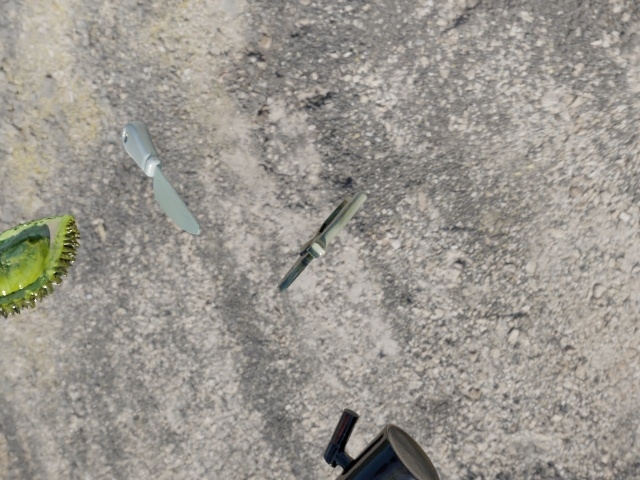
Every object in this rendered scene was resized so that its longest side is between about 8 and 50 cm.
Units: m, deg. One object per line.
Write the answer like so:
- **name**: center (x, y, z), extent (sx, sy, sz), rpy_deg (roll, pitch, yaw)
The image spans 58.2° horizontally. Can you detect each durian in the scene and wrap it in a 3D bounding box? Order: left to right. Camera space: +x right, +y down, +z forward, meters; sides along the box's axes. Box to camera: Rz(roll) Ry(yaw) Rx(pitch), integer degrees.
- **durian**: center (-0.631, 0.070, 1.110), extent (0.158, 0.352, 0.169), rpy_deg (0, 111, 66)

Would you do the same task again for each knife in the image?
- **knife**: center (-0.315, -0.113, 1.125), extent (0.331, 0.044, 0.080), rpy_deg (54, 133, 28)

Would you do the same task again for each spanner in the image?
- **spanner**: center (0.000, 0.000, 1.370), extent (0.040, 0.325, 0.096), rpy_deg (45, 153, -11)

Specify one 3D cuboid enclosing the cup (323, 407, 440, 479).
- **cup**: center (0.124, 0.496, 1.264), extent (0.177, 0.166, 0.239), rpy_deg (-46, 41, 11)
